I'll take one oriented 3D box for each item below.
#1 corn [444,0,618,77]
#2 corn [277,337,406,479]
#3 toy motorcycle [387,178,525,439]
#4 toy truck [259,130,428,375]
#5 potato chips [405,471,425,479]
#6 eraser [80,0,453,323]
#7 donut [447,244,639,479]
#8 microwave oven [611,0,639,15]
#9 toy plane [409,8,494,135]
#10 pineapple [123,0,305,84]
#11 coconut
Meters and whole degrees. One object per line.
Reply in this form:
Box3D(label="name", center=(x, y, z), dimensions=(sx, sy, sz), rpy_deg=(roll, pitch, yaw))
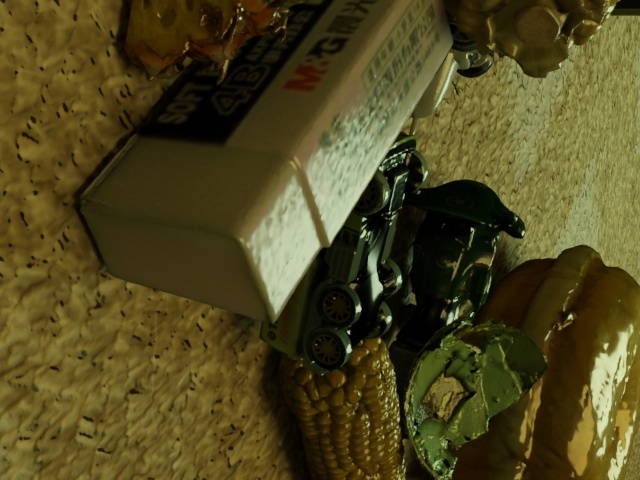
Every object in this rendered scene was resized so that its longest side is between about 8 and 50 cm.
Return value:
Box3D(label="corn", center=(0.151, -0.294, 0.910), dimensions=(0.144, 0.144, 0.387), rpy_deg=(66, 21, -52))
Box3D(label="corn", center=(0.025, 0.184, 1.049), dimensions=(0.101, 0.101, 0.291), rpy_deg=(-54, 149, -40))
Box3D(label="toy motorcycle", center=(0.118, 0.054, 1.151), dimensions=(0.187, 0.125, 0.274), rpy_deg=(62, 46, -67))
Box3D(label="toy truck", center=(0.000, 0.000, 0.885), dimensions=(0.085, 0.116, 0.191), rpy_deg=(-33, 139, -57))
Box3D(label="potato chips", center=(0.104, 0.467, 1.370), dimensions=(0.057, 0.080, 0.406), rpy_deg=(-21, 122, -73))
Box3D(label="eraser", center=(-0.025, -0.081, 0.775), dimensions=(0.287, 0.130, 0.086), rpy_deg=(-56, 146, -36))
Box3D(label="donut", center=(0.284, 0.221, 1.468), dimensions=(0.449, 0.198, 0.448), rpy_deg=(9, 90, -66))
Box3D(label="microwave oven", center=(0.324, -0.394, 1.293), dimensions=(0.194, 0.145, 0.240), rpy_deg=(-61, 139, -25))
Box3D(label="toy plane", center=(0.110, -0.216, 1.024), dimensions=(0.251, 0.101, 0.255), rpy_deg=(42, 64, -75))
Box3D(label="pineapple", center=(-0.062, -0.161, 0.708), dimensions=(0.116, 0.137, 0.069), rpy_deg=(60, 22, 9))
Box3D(label="coconut", center=(0.128, 0.129, 1.060), dimensions=(0.158, 0.055, 0.133), rpy_deg=(-29, 106, -24))
